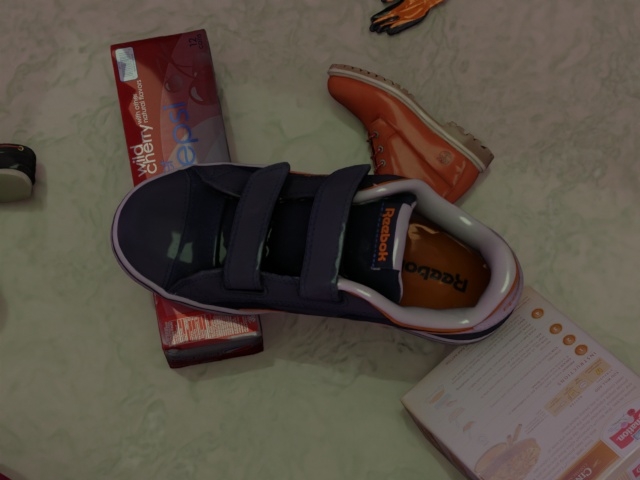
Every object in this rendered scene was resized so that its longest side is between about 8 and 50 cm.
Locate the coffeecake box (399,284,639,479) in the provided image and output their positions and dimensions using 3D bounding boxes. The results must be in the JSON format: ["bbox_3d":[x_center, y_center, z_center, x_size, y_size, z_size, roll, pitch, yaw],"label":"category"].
[{"bbox_3d":[0.176,0.144,1.366,0.142,0.068,0.185,-41,46,-7],"label":"coffeecake box"}]

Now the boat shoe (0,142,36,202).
[{"bbox_3d":[-0.305,-0.057,1.485,0.133,0.049,0.042,-2,50,8],"label":"boat shoe"}]

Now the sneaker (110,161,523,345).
[{"bbox_3d":[0.000,0.000,1.337,0.321,0.127,0.126,9,76,-4],"label":"sneaker"}]

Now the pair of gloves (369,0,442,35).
[{"bbox_3d":[0.063,-0.222,1.521,0.074,0.010,0.083,-28,76,-2],"label":"pair of gloves"}]

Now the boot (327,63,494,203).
[{"bbox_3d":[0.058,-0.083,1.470,0.158,0.059,0.085,36,87,8],"label":"boot"}]

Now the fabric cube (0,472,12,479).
[{"bbox_3d":[-0.281,0.301,1.299,0.259,0.258,0.254,29,81,8],"label":"fabric cube"}]

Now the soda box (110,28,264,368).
[{"bbox_3d":[-0.109,-0.033,1.445,0.083,0.092,0.263,-10,78,-3],"label":"soda box"}]
